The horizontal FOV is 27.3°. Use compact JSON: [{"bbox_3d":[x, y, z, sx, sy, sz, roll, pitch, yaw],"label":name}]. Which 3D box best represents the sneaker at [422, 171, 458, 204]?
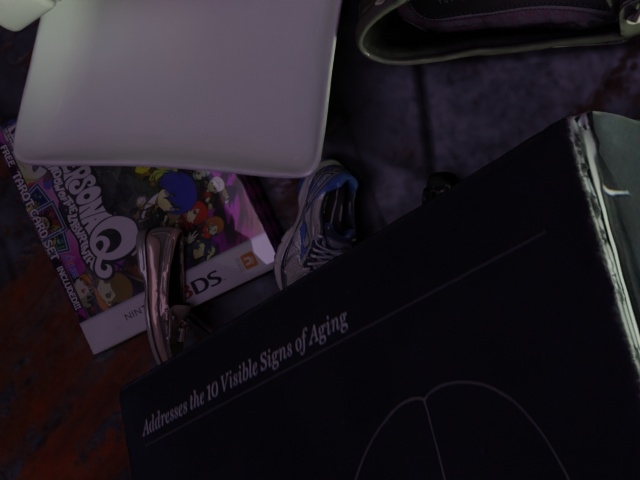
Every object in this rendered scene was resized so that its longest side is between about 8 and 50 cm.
[{"bbox_3d":[0.086,-0.013,1.077,0.152,0.058,0.085,-10,100,18],"label":"sneaker"}]

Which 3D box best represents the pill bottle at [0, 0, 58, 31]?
[{"bbox_3d":[-0.170,-0.300,1.037,0.283,0.160,0.160,-34,85,8],"label":"pill bottle"}]

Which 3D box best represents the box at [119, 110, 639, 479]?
[{"bbox_3d":[0.138,0.242,0.815,0.480,0.297,0.472,-32,65,46],"label":"box"}]

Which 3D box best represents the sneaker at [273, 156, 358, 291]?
[{"bbox_3d":[0.000,0.000,1.102,0.058,0.052,0.135,25,107,57],"label":"sneaker"}]

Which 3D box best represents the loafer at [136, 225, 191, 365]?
[{"bbox_3d":[-0.130,0.049,1.135,0.039,0.045,0.125,-8,95,13],"label":"loafer"}]

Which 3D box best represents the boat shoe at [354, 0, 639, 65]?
[{"bbox_3d":[0.171,-0.178,0.952,0.335,0.095,0.112,-1,136,39],"label":"boat shoe"}]

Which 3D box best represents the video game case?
[{"bbox_3d":[-0.162,-0.042,1.178,0.210,0.042,0.232,-25,89,21],"label":"video game case"}]

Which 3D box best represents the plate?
[{"bbox_3d":[-0.105,-0.184,1.093,0.278,0.045,0.277,4,77,20],"label":"plate"}]
